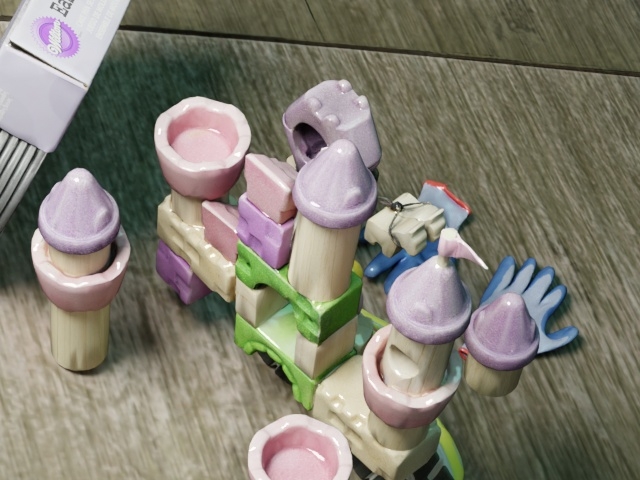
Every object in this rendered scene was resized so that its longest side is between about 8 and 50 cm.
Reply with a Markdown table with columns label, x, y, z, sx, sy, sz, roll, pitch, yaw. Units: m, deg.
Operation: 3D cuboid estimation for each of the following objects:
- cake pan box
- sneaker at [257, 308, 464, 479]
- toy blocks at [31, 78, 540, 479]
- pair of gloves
| label | x | y | z | sx | sy | sz | roll | pitch | yaw |
| --- | --- | --- | --- | --- | --- | --- | --- | --- | --- |
| cake pan box | -0.201 | -0.118 | 1.357 | 0.070 | 0.246 | 0.267 | 27 | 41 | -10 |
| sneaker | 0.044 | 0.104 | 1.441 | 0.094 | 0.081 | 0.208 | -22 | 66 | -46 |
| toy blocks | 0.000 | 0.000 | 1.289 | 0.309 | 0.260 | 0.288 | -34 | 62 | -29 |
| pair of gloves | 0.126 | 0.034 | 1.605 | 0.198 | 0.023 | 0.159 | 36 | 41 | 2 |
